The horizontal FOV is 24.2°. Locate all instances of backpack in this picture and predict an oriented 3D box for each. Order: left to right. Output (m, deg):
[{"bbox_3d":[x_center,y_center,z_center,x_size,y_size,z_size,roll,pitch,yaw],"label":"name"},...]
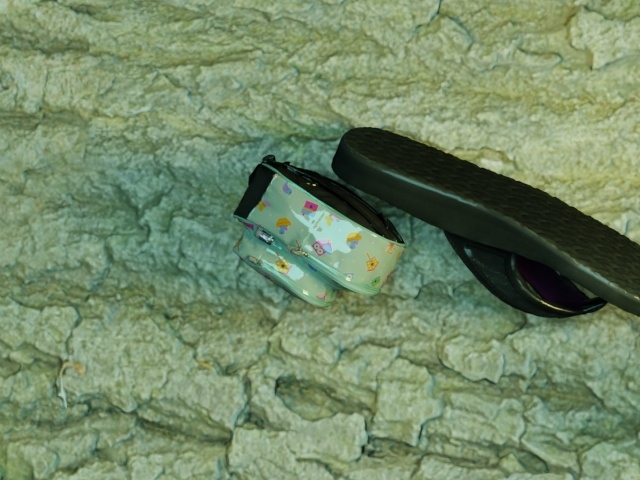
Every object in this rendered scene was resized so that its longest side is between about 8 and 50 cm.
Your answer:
[{"bbox_3d":[0.000,0.000,1.758,0.188,0.166,0.144,25,91,14],"label":"backpack"}]

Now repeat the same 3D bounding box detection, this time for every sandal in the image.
[{"bbox_3d":[0.214,0.000,1.746,0.445,0.167,0.107,27,116,17],"label":"sandal"}]
